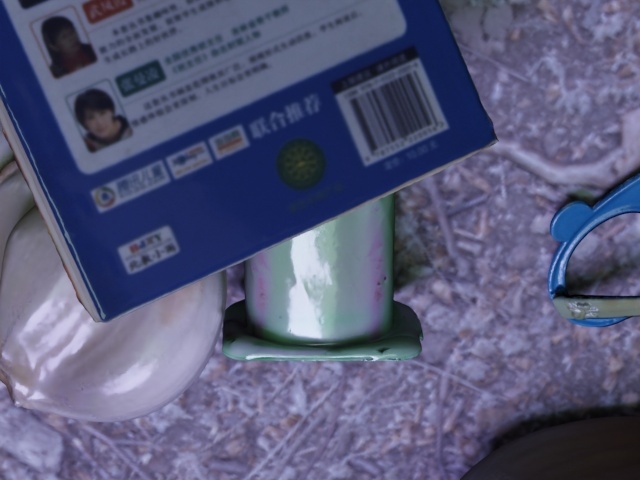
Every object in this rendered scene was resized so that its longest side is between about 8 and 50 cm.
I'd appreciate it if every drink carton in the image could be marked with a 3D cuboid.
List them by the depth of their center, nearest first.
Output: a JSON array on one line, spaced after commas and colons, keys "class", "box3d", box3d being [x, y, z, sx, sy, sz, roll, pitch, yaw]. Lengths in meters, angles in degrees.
[{"class": "drink carton", "box3d": [0.000, 0.000, 1.319, 0.146, 0.144, 0.142, -2, 104, -2]}]

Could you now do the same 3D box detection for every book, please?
[{"class": "book", "box3d": [-0.096, -0.199, 1.157, 0.300, 0.039, 0.428, -24, 96, -15]}]

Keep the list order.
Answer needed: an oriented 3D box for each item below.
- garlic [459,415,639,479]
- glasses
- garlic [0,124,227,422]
[{"class": "garlic", "box3d": [0.213, 0.275, 1.373, 0.340, 0.246, 0.231, -28, 119, -32]}, {"class": "glasses", "box3d": [0.295, 0.034, 1.335, 0.239, 0.207, 0.102, -28, 148, 12]}, {"class": "garlic", "box3d": [-0.166, 0.018, 1.280, 0.185, 0.281, 0.203, 28, 88, -42]}]
